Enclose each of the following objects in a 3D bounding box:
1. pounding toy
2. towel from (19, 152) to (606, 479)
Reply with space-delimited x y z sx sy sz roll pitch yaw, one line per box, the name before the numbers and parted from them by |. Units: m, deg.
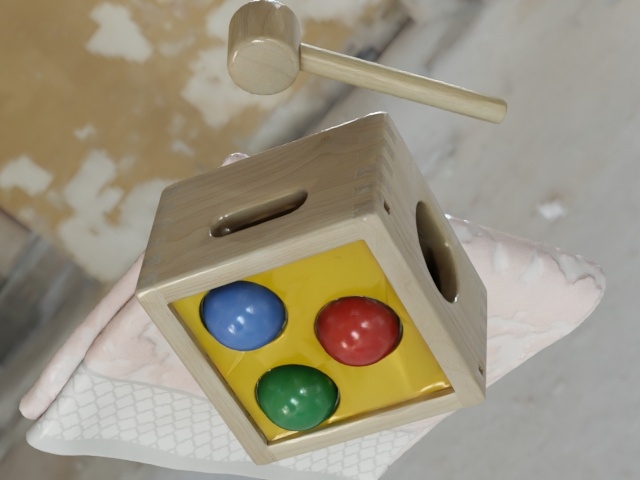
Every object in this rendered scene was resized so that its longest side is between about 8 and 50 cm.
pounding toy | 0.006 -0.007 0.815 0.181 0.206 0.094 -18 35 20
towel | -0.007 0.079 1.270 0.317 0.331 0.053 -46 44 35
